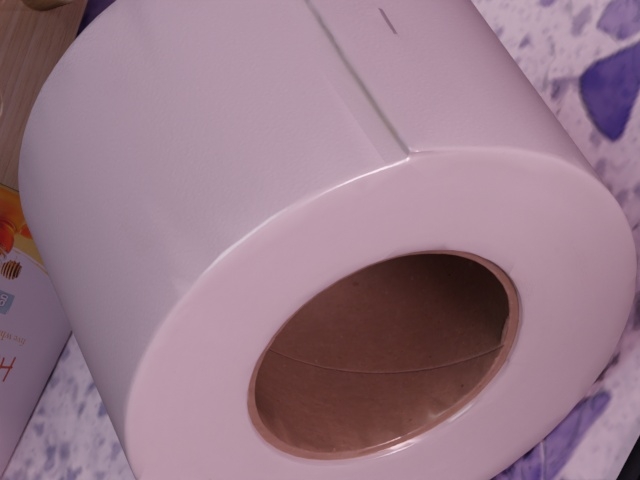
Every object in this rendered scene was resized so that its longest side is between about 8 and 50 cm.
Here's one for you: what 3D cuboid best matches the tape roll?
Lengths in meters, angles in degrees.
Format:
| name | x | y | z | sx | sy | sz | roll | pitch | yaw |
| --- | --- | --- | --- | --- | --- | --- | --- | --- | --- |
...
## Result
| name | x | y | z | sx | sy | sz | roll | pitch | yaw |
| --- | --- | --- | --- | --- | --- | --- | --- | --- | --- |
| tape roll | 0.000 | 0.000 | 0.911 | 0.246 | 0.246 | 0.169 | -46 | 46 | 17 |

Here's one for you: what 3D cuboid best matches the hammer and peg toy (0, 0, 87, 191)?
| name | x | y | z | sx | sy | sz | roll | pitch | yaw |
| --- | --- | --- | --- | --- | --- | --- | --- | --- | --- |
| hammer and peg toy | -0.279 | -0.165 | 1.236 | 0.127 | 0.266 | 0.361 | -1 | 70 | 62 |

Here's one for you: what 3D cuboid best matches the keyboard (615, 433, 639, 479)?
| name | x | y | z | sx | sy | sz | roll | pitch | yaw |
| --- | --- | --- | --- | --- | --- | --- | --- | --- | --- |
| keyboard | 0.192 | 0.056 | 0.855 | 0.100 | 0.038 | 0.192 | 29 | 93 | 46 |

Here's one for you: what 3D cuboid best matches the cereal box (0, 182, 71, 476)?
| name | x | y | z | sx | sy | sz | roll | pitch | yaw |
| --- | --- | --- | --- | --- | --- | --- | --- | --- | --- |
| cereal box | -0.241 | 0.074 | 1.152 | 0.047 | 0.173 | 0.240 | 24 | 89 | 45 |
